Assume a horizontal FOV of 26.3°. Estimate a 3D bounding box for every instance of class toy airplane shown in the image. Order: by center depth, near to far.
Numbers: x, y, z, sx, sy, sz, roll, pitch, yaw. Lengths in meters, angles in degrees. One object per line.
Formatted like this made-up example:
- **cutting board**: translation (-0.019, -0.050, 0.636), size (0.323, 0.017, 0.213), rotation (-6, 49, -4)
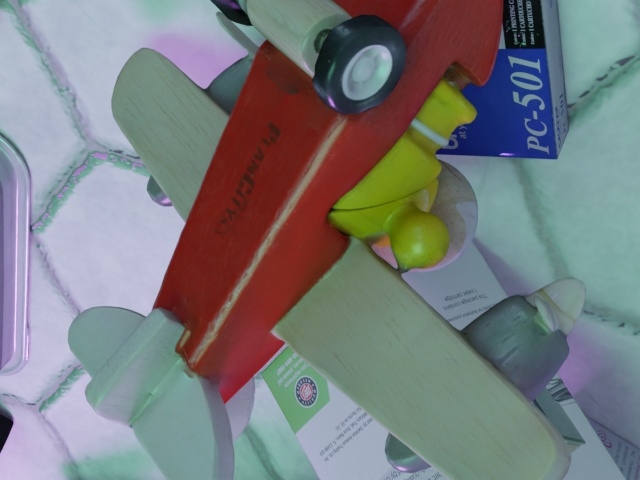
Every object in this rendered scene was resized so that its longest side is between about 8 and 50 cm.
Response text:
- **toy airplane**: translation (0.000, 0.000, 0.951), size (0.384, 0.272, 0.386), rotation (-17, 76, 43)

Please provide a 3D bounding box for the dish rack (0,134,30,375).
- **dish rack**: translation (-0.426, 0.004, 1.334), size (0.285, 0.072, 0.333), rotation (20, 131, 9)

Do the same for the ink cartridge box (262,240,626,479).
- **ink cartridge box**: translation (0.099, 0.163, 1.112), size (0.198, 0.114, 0.273), rotation (-47, 67, 42)

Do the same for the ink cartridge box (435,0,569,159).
- **ink cartridge box**: translation (0.118, -0.156, 0.972), size (0.097, 0.046, 0.207), rotation (4, 128, 23)

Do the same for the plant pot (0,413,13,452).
- **plant pot**: translation (-0.469, 0.255, 1.456), size (0.188, 0.167, 0.187), rotation (33, 135, -28)

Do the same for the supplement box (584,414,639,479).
- **supplement box**: translation (0.269, 0.263, 1.201), size (0.220, 0.111, 0.114), rotation (33, 133, -3)
